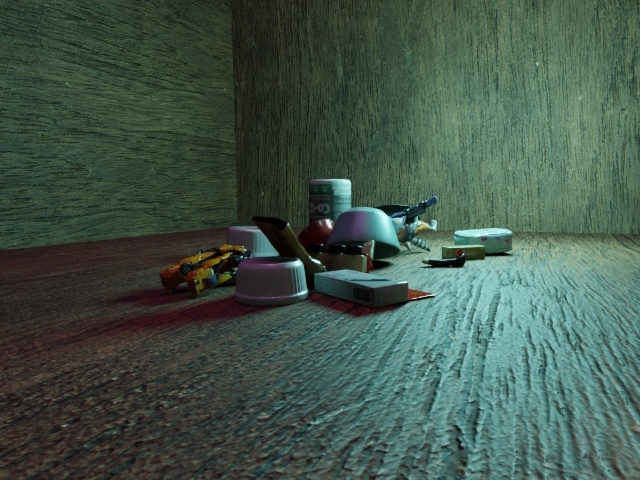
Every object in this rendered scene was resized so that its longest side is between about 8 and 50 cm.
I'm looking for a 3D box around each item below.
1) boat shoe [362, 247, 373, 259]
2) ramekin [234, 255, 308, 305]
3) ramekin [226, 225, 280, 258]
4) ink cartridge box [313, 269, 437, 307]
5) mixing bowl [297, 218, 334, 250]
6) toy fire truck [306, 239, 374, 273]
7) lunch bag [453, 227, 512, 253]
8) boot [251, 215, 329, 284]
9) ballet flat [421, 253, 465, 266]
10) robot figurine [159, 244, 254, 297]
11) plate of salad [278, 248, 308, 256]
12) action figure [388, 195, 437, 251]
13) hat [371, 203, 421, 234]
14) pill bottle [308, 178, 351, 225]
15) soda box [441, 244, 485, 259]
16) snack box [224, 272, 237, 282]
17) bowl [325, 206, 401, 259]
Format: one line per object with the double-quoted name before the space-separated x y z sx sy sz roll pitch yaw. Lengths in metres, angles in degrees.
"boat shoe" 0.105 0.064 1.873 0.219 0.077 0.070 -2 6 8
"ramekin" -0.139 0.107 1.291 0.207 0.109 0.207 -1 5 0
"ramekin" -0.313 0.006 2.183 0.277 0.135 0.277 2 6 0
"ink cartridge box" 0.153 0.126 1.322 0.239 0.060 0.275 -6 7 -34
"mixing bowl" 0.000 0.000 2.020 0.181 0.098 0.181 -24 -24 -12
"toy fire truck" 0.090 0.063 1.625 0.217 0.158 0.246 2 -6 29
"lunch bag" 0.778 0.004 2.235 0.224 0.107 0.279 -6 4 -4
"boot" -0.132 0.031 1.429 0.264 0.096 0.280 18 -24 46
"ballet flat" 0.485 0.077 1.818 0.173 0.049 0.057 -1 5 -1
"robot figurine" -0.343 0.085 1.443 0.211 0.085 0.291 5 18 29
"plate of salad" -0.091 0.061 2.094 0.200 0.048 0.200 0 5 0
"action figure" 0.443 -0.060 2.185 0.341 0.178 0.330 -29 -26 34
"hat" 0.398 -0.057 2.577 0.331 0.331 0.134 0 42 8
"pill bottle" 0.046 -0.110 2.211 0.204 0.361 0.204 -1 5 0
"soda box" 0.624 0.053 2.013 0.181 0.058 0.061 -1 6 -12
"snack box" -0.267 0.117 1.576 0.100 0.037 0.141 0 6 11
"bowl" 0.181 -0.034 1.919 0.312 0.163 0.311 5 -16 1
